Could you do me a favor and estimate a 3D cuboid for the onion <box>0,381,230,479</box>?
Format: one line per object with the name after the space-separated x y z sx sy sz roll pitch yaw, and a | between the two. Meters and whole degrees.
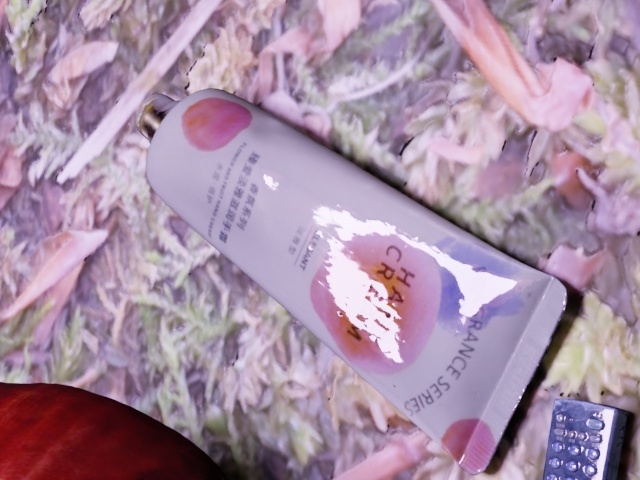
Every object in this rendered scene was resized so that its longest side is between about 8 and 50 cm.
-0.169 0.248 1.180 0.341 0.341 0.341 -6 81 44 | onion

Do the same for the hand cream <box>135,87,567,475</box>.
0.000 0.000 1.203 0.340 0.078 0.124 37 110 36 | hand cream

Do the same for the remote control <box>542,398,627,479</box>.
0.135 0.162 1.077 0.043 0.027 0.152 7 89 51 | remote control
